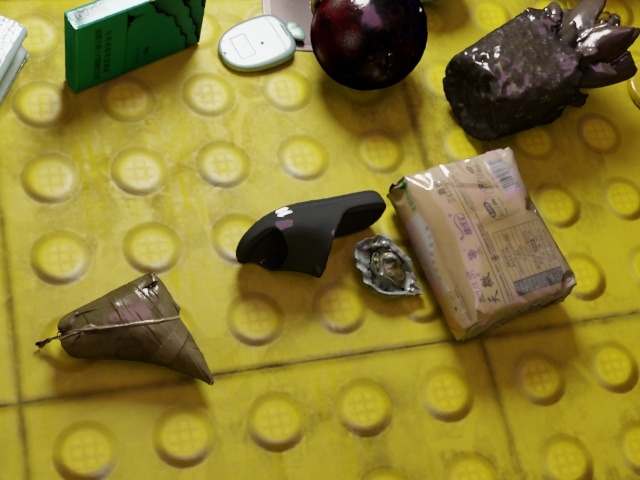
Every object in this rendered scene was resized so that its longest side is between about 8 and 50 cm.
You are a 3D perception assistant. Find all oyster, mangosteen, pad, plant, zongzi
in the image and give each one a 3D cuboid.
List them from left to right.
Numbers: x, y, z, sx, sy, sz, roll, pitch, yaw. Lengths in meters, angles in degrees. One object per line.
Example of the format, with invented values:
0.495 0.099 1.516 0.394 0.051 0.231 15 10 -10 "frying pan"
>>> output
-0.259 0.156 1.311 0.189 0.081 0.178 -28 84 -19 "zongzi"
-0.018 -0.435 1.700 0.176 0.002 0.266 1 64 -14 "pad"
0.065 -0.349 1.586 0.194 0.194 0.230 -20 52 -22 "mangosteen"
0.099 0.040 1.470 0.098 0.037 0.100 -9 83 -16 "oyster"
0.371 -0.294 1.623 0.321 0.194 0.181 -28 78 -22 "plant"

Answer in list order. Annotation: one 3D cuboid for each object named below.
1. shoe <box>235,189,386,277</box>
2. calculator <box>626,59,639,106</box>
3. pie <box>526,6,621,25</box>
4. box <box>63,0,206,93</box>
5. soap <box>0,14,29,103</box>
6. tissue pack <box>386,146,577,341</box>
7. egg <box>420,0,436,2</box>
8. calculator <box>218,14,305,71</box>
0.000 0.000 1.431 0.241 0.108 0.093 -17 66 -25 "shoe"
0.666 -0.266 1.776 0.235 0.032 0.146 13 62 -6 "calculator"
0.474 -0.388 1.788 0.191 0.033 0.088 0 68 -15 "pie"
-0.278 -0.320 1.486 0.226 0.161 0.042 -29 75 -25 "box"
-0.541 -0.223 1.409 0.150 0.094 0.261 20 61 -4 "soap"
0.248 -0.001 1.487 0.215 0.123 0.256 -18 69 -19 "tissue pack"
0.166 -0.487 1.689 0.192 0.149 0.149 15 62 -6 "egg"
-0.095 -0.326 1.613 0.153 0.021 0.095 -25 73 -18 "calculator"
